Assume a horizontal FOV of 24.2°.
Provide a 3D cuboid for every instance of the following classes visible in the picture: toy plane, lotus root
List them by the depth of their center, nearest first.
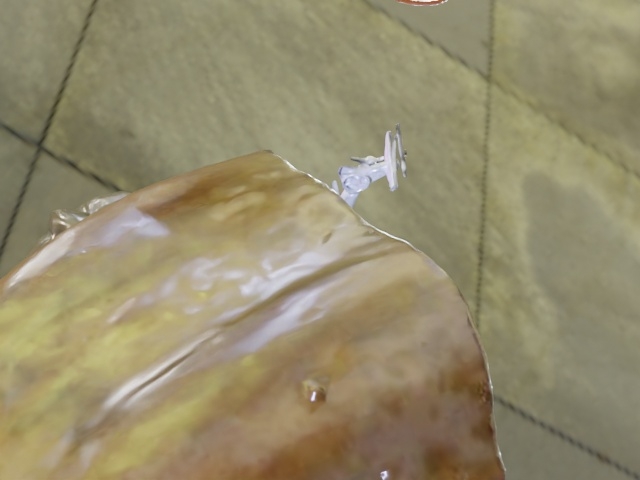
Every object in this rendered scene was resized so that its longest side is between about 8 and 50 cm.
[{"bbox_3d":[-0.058,0.141,0.745,0.250,0.316,0.316,-23,72,-30],"label":"lotus root"},{"bbox_3d":[0.001,0.009,1.427,0.107,0.273,0.182,4,74,-15],"label":"toy plane"}]

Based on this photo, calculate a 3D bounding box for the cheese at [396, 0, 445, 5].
[{"bbox_3d":[-0.037,-0.181,0.876,0.256,0.106,0.037,13,71,-1],"label":"cheese"}]

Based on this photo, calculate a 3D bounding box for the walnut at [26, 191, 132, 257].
[{"bbox_3d":[-0.229,0.046,1.653,0.224,0.224,0.224,24,43,-25],"label":"walnut"}]
